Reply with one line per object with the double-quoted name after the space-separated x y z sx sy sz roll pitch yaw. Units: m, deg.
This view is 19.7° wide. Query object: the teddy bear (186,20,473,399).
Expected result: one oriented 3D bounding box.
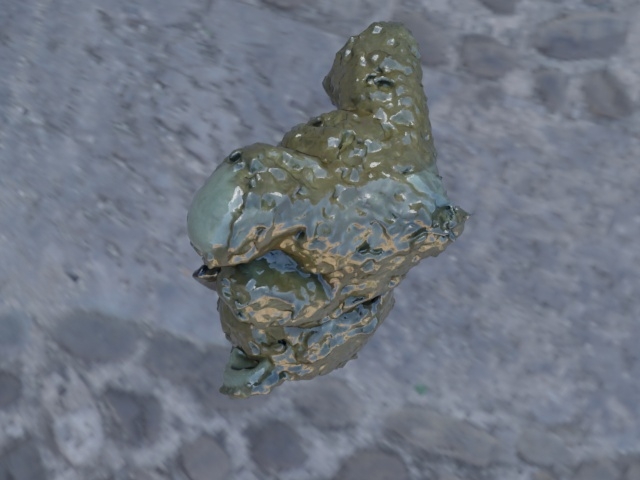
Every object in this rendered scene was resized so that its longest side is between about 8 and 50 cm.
0.000 0.000 1.341 0.156 0.256 0.267 39 52 4 "teddy bear"
